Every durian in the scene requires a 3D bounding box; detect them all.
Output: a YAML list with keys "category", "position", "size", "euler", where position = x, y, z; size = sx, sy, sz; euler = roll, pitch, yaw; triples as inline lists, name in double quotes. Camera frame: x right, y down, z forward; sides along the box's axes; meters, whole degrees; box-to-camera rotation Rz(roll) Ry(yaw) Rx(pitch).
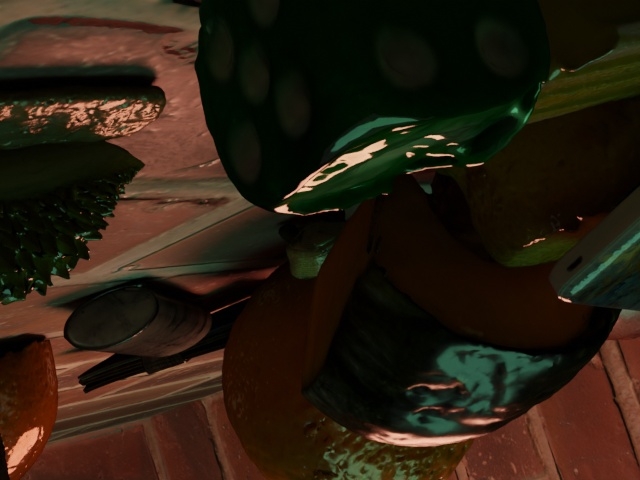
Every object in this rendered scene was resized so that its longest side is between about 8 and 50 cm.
- category: "durian"
  position: [-0.215, -0.004, 0.723]
  size: [0.221, 0.095, 0.137]
  euler: [0, 160, -45]

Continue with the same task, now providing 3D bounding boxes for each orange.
- category: "orange"
  position: [-0.481, 0.227, 1.520]
  size: [0.310, 0.274, 0.274]
  euler: [8, 178, 15]
- category: "orange"
  position: [0.038, 0.163, 1.509]
  size: [0.340, 0.340, 0.293]
  euler: [-12, -161, -32]

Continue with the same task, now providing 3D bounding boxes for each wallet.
- category: "wallet"
  position: [-0.182, 0.136, 1.727]
  size: [0.317, 0.044, 0.169]
  euler: [-21, -174, 29]

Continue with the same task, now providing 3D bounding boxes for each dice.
- category: "dice"
  position: [0.021, -0.088, 0.582]
  size: [0.128, 0.120, 0.131]
  euler: [-11, 167, -30]

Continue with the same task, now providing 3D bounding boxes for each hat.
- category: "hat"
  position: [0.000, 0.000, 1.280]
  size: [0.077, 0.059, 0.076]
  euler: [-11, -152, 20]

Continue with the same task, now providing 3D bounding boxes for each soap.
- category: "soap"
  position: [0.197, -0.136, 0.785]
  size: [0.232, 0.073, 0.140]
  euler: [-14, 168, -22]

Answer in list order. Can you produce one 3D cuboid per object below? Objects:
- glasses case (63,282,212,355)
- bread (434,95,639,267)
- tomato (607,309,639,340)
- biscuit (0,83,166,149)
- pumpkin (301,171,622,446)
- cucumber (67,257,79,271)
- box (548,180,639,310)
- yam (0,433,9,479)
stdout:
- category: "glasses case"
  position: [-0.211, 0.102, 1.471]
  size: [0.114, 0.060, 0.299]
  euler: [-25, 171, 3]
- category: "bread"
  position: [0.227, -0.071, 1.001]
  size: [0.268, 0.145, 0.268]
  euler: [-15, 168, -3]
- category: "tomato"
  position: [0.371, 0.017, 1.584]
  size: [0.270, 0.227, 0.270]
  euler: [-20, 173, -3]
- category: "biscuit"
  position: [-0.149, -0.069, 0.684]
  size: [0.147, 0.018, 0.071]
  euler: [-10, 167, -45]
- category: "pumpkin"
  position: [0.134, 0.053, 1.158]
  size: [0.303, 0.256, 0.225]
  euler: [-7, 154, -27]
- category: "cucumber"
  position: [-0.214, 0.005, 0.954]
  size: [0.039, 0.039, 0.168]
  euler: [-18, 169, 0]
- category: "box"
  position: [0.294, -0.047, 0.868]
  size: [0.142, 0.044, 0.285]
  euler: [6, 136, -46]
- category: "yam"
  position: [-0.273, 0.116, 0.794]
  size: [0.131, 0.279, 0.131]
  euler: [-15, 161, -5]
